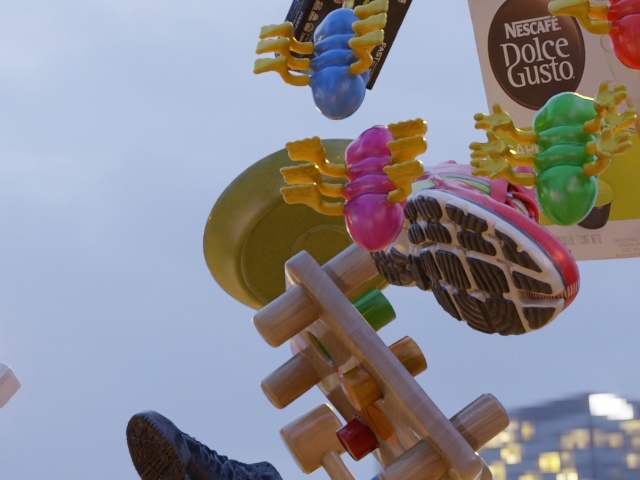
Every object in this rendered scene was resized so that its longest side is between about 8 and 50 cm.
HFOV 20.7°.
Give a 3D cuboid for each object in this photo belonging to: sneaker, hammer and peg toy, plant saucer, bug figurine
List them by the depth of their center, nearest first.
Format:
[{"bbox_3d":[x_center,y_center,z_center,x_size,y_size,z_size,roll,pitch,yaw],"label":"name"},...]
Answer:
[{"bbox_3d":[0.092,-0.087,1.035,0.279,0.216,0.072,-7,-43,23],"label":"bug figurine"},{"bbox_3d":[0.120,-0.016,1.273,0.118,0.107,0.279,-26,21,-15],"label":"sneaker"},{"bbox_3d":[-0.071,0.191,1.348,0.089,0.170,0.051,-23,-21,-50],"label":"sneaker"},{"bbox_3d":[0.059,0.174,1.664,0.127,0.266,0.361,-35,-20,-14],"label":"hammer and peg toy"},{"bbox_3d":[0.000,0.000,1.817,0.241,0.037,0.241,-9,-48,-10],"label":"plant saucer"}]

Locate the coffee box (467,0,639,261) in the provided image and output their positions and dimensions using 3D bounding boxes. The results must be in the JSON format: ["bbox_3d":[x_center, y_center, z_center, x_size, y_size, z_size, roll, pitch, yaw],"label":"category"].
[{"bbox_3d":[0.420,-0.179,2.014,0.338,0.334,0.338,-4,10,44],"label":"coffee box"}]

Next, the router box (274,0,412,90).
[{"bbox_3d":[0.023,-0.199,1.550,0.092,0.038,0.122,10,-57,-23],"label":"router box"}]

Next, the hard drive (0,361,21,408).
[{"bbox_3d":[-0.457,0.223,1.703,0.203,0.307,0.040,7,-46,38],"label":"hard drive"}]
